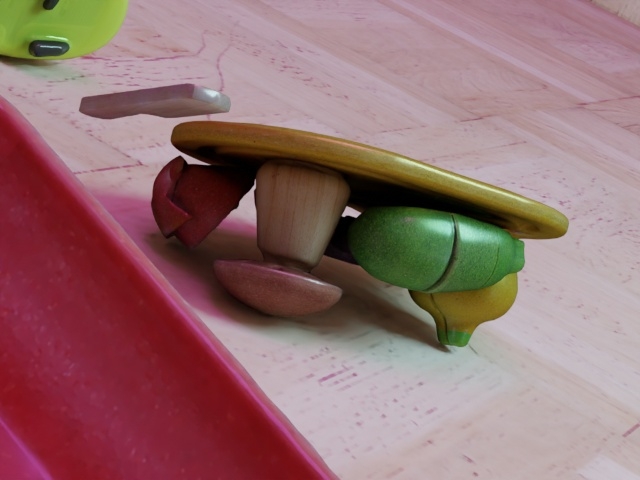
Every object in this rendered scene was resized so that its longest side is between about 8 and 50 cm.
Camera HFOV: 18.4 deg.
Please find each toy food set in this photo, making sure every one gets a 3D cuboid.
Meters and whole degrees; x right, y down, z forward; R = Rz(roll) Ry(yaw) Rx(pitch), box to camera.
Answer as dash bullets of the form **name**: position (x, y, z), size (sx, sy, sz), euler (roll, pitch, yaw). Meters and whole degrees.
- **toy food set**: position (0.000, 0.000, 0.804), size (0.218, 0.071, 0.128), euler (16, -7, -35)

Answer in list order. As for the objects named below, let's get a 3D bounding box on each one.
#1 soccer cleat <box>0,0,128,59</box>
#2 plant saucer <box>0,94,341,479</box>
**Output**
- **soccer cleat**: position (-0.228, -0.167, 0.949), size (0.289, 0.093, 0.121), euler (18, 10, -25)
- **plant saucer**: position (-0.084, 0.072, 0.248), size (0.258, 0.048, 0.259), euler (-5, 43, -49)
